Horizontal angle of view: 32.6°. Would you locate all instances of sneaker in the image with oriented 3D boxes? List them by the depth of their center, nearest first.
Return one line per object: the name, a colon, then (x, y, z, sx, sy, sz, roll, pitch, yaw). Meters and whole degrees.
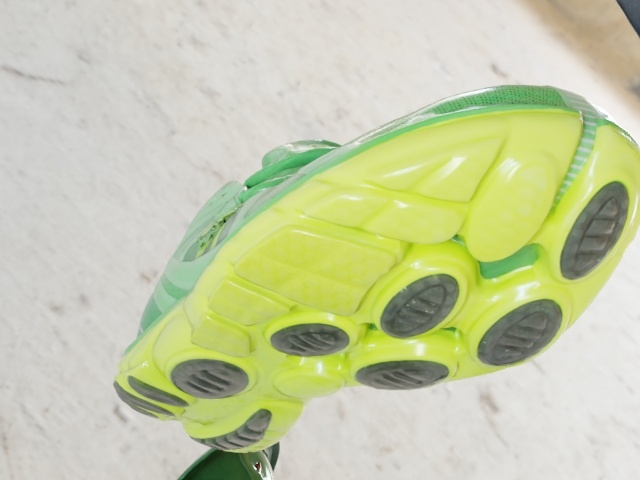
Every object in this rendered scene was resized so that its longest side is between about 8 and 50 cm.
sneaker: (0.000, 0.000, 0.435, 0.109, 0.295, 0.124, 27, 59, -23)

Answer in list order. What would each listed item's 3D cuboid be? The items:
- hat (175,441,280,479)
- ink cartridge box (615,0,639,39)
hat: (-0.051, 0.300, 1.010, 0.183, 0.173, 0.208, 35, 51, 28)
ink cartridge box: (0.171, -0.152, 0.203, 0.065, 0.332, 0.165, -25, 80, -36)
